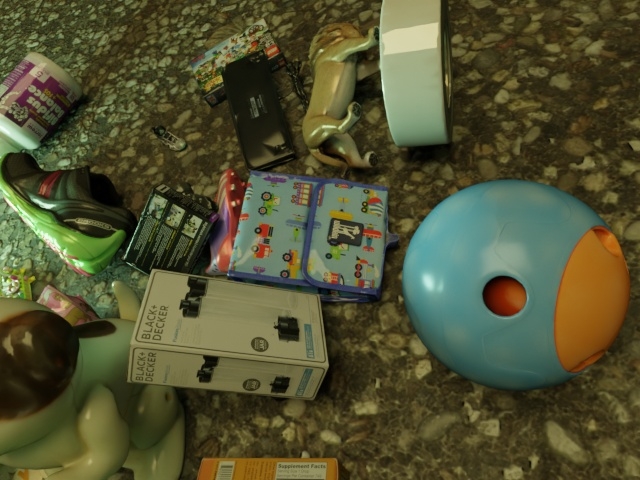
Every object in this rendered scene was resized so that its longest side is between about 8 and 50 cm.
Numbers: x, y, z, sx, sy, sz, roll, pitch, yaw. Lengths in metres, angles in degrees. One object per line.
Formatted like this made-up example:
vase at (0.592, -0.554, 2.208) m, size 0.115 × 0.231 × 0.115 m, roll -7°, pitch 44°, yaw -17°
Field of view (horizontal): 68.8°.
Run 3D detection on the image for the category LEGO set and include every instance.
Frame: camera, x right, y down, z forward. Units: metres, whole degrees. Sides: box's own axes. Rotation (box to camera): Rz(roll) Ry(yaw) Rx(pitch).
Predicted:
LEGO set at (-0.782, 0.107, 1.113) m, size 0.287 × 0.107 × 0.132 m, roll 34°, pitch 80°, yaw 30°

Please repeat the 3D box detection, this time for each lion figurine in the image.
lion figurine at (0.031, -0.308, 1.004) m, size 0.240 × 0.142 × 0.391 m, roll 6°, pitch 72°, yaw 46°

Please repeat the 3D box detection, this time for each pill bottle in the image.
pill bottle at (-0.845, -0.371, 1.338) m, size 0.169 × 0.169 × 0.301 m, roll 26°, pitch 76°, yaw 29°

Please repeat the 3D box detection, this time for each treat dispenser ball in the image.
treat dispenser ball at (0.260, 0.059, 0.651) m, size 0.288 × 0.288 × 0.288 m, roll -8°, pitch 62°, yaw 16°

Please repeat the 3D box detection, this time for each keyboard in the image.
keyboard at (-0.115, -0.323, 1.105) m, size 0.202 × 0.033 × 0.317 m, roll -19°, pitch 70°, yaw 8°

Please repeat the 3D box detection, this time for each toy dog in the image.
toy dog at (-0.395, 0.226, 0.725) m, size 0.285 × 0.408 × 0.395 m, roll 9°, pitch 69°, yaw 15°

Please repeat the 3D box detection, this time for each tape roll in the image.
tape roll at (0.188, -0.317, 0.869) m, size 0.100 × 0.286 × 0.286 m, roll -1°, pitch 65°, yaw 19°

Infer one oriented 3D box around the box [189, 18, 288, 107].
box at (-0.219, -0.469, 1.230) m, size 0.233 × 0.044 × 0.159 m, roll -28°, pitch 59°, yaw 5°

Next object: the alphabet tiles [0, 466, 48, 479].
alphabet tiles at (-0.627, 0.408, 0.956) m, size 0.278 × 0.021 × 0.284 m, roll 38°, pitch 82°, yaw 32°

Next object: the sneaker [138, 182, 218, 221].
sneaker at (-0.303, -0.057, 0.984) m, size 0.170 × 0.051 × 0.089 m, roll -34°, pitch 79°, yaw 14°

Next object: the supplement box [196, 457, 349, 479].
supplement box at (-0.075, 0.388, 0.729) m, size 0.234 × 0.078 × 0.080 m, roll -6°, pitch 49°, yaw 17°

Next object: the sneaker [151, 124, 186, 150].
sneaker at (-0.389, -0.263, 1.176) m, size 0.098 × 0.069 × 0.038 m, roll 21°, pitch 74°, yaw 28°

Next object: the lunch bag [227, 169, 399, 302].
lunch bag at (0.000, 0.000, 0.889) m, size 0.294 × 0.138 × 0.220 m, roll 3°, pitch 65°, yaw 8°

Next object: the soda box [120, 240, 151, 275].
soda box at (-0.369, -0.010, 1.048) m, size 0.053 × 0.060 × 0.168 m, roll 21°, pitch 74°, yaw 29°

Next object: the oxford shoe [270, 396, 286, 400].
oxford shoe at (-0.140, 0.191, 0.846) m, size 0.227 × 0.096 × 0.082 m, roll 32°, pitch 81°, yaw 32°

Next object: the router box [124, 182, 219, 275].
router box at (-0.303, -0.006, 0.948) m, size 0.133 × 0.046 × 0.178 m, roll 30°, pitch 113°, yaw -4°

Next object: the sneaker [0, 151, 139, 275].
sneaker at (-0.610, -0.091, 1.136) m, size 0.483 × 0.185 × 0.202 m, roll 33°, pitch 61°, yaw 27°

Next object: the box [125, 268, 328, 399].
box at (-0.143, 0.151, 0.753) m, size 0.290 × 0.087 × 0.169 m, roll 11°, pitch 35°, yaw -13°

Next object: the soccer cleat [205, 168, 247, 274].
soccer cleat at (-0.205, -0.043, 0.997) m, size 0.095 × 0.083 × 0.247 m, roll -17°, pitch 63°, yaw 17°

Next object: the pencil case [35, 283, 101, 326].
pencil case at (-0.591, 0.269, 0.902) m, size 0.167 × 0.160 × 0.386 m, roll 20°, pitch 64°, yaw 32°
